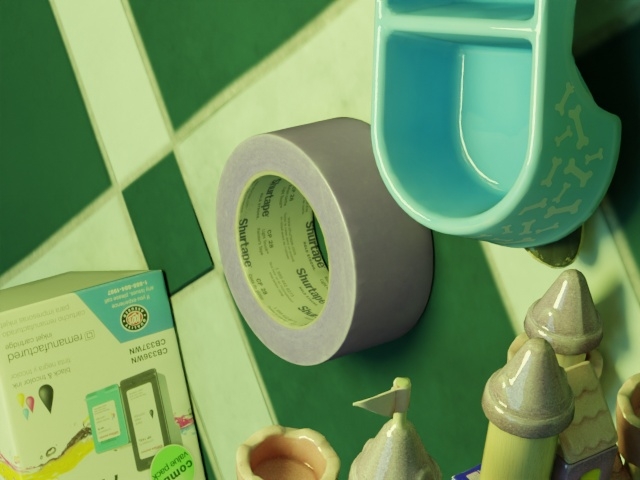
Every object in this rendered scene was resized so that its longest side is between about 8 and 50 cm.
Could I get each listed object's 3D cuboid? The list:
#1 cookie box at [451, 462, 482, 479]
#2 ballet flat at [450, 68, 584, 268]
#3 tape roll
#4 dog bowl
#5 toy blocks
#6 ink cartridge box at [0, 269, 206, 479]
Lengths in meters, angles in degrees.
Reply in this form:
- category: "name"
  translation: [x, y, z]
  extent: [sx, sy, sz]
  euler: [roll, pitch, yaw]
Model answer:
- category: "cookie box"
  translation: [0.131, 0.240, 1.262]
  extent: [0.092, 0.040, 0.107]
  euler: [42, 135, 38]
- category: "ballet flat"
  translation: [0.136, -0.059, 1.148]
  extent: [0.173, 0.057, 0.049]
  euler: [65, -175, 15]
- category: "tape roll"
  translation: [0.000, 0.000, 1.322]
  extent: [0.189, 0.080, 0.189]
  euler: [24, 121, 48]
- category: "dog bowl"
  translation: [0.108, -0.138, 1.071]
  extent: [0.166, 0.074, 0.297]
  euler: [10, 103, 41]
- category: "toy blocks"
  translation: [0.140, 0.161, 1.000]
  extent: [0.309, 0.289, 0.260]
  euler: [44, 141, 41]
- category: "ink cartridge box"
  translation: [-0.258, 0.181, 1.652]
  extent: [0.197, 0.198, 0.270]
  euler: [-3, 101, 54]
